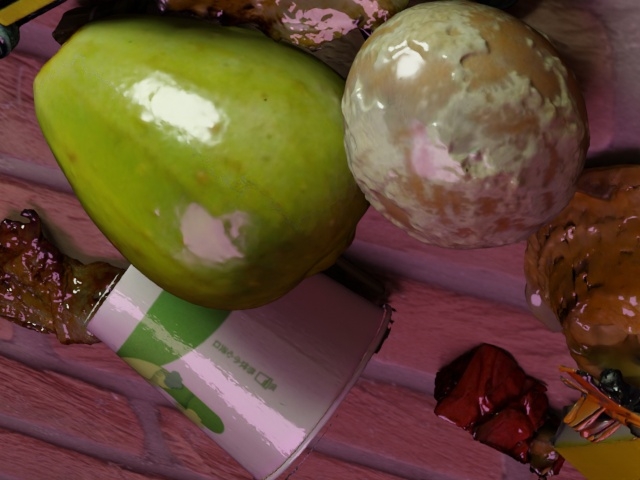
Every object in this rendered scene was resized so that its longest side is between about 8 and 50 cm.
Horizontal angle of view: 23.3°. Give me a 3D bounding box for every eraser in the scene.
[{"bbox_3d":[0.389,0.259,1.743,0.158,0.069,0.226,-17,130,46],"label":"eraser"}]

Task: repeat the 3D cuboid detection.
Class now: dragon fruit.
[{"bbox_3d":[0.207,0.217,1.785,0.192,0.092,0.122,40,146,-22],"label":"dragon fruit"}]

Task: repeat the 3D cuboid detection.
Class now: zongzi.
[{"bbox_3d":[-0.182,-0.188,1.506,0.119,0.055,0.109,-13,135,30],"label":"zongzi"}]

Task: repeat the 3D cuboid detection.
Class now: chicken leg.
[{"bbox_3d":[-0.309,0.045,1.915,0.322,0.083,0.177,20,133,14],"label":"chicken leg"}]

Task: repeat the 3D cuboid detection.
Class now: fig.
[{"bbox_3d":[-0.109,-0.086,1.424,0.326,0.258,0.258,32,149,3],"label":"fig"}]

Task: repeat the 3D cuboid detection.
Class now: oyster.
[{"bbox_3d":[-0.018,-0.266,1.209,0.221,0.096,0.361,1,155,-13],"label":"oyster"}]

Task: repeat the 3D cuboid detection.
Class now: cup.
[{"bbox_3d":[-0.094,0.097,1.702,0.274,0.253,0.253,38,147,-5],"label":"cup"}]

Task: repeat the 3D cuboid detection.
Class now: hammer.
[{"bbox_3d":[0.000,0.000,1.685,0.195,0.028,0.060,33,141,-18],"label":"hammer"}]

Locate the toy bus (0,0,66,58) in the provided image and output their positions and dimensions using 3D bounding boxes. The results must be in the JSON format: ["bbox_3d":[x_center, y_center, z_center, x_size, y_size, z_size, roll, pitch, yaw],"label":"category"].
[{"bbox_3d":[-0.257,-0.261,1.387,0.335,0.121,0.123,-15,123,48],"label":"toy bus"}]

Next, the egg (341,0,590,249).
[{"bbox_3d":[0.118,-0.097,1.285,0.203,0.203,0.245,2,153,33],"label":"egg"}]

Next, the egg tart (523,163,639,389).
[{"bbox_3d":[0.333,0.067,1.451,0.341,0.129,0.341,17,149,11],"label":"egg tart"}]

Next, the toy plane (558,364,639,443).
[{"bbox_3d":[0.290,0.155,1.422,0.135,0.062,0.188,37,162,-15],"label":"toy plane"}]

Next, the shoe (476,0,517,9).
[{"bbox_3d":[0.152,-0.221,1.224,0.062,0.053,0.159,30,151,-1],"label":"shoe"}]
